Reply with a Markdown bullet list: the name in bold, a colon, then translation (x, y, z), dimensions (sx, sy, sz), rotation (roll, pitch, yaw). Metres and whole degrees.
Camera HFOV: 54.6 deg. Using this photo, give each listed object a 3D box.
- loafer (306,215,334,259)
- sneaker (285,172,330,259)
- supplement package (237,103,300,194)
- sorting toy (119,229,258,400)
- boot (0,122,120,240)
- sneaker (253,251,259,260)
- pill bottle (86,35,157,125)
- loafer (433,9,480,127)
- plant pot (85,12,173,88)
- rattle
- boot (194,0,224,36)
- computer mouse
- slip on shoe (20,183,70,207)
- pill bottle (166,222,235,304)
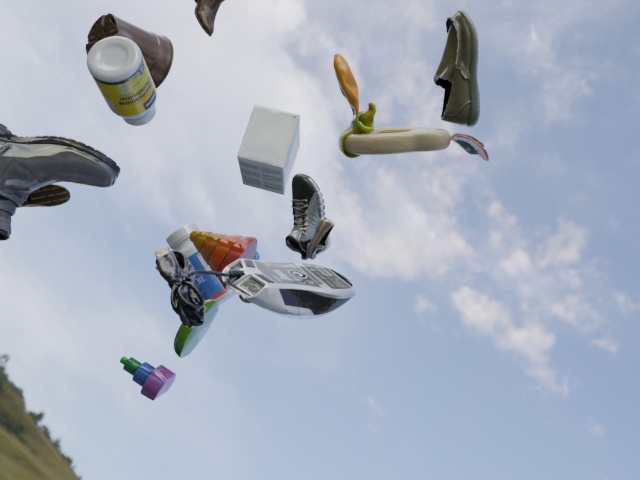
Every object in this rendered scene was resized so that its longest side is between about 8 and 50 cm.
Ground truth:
- **loafer**: translation (0.000, 0.000, 1.592), dimensions (0.039, 0.045, 0.125), rotation (29, -63, 19)
- **sneaker**: translation (-0.049, -0.053, 1.625), dimensions (0.086, 0.132, 0.228), rotation (-2, -68, 40)
- **supplement package**: translation (-0.159, -0.284, 1.959), dimensions (0.150, 0.194, 0.203), rotation (15, -19, 3)
- **sorting toy**: translation (-0.267, 0.122, 1.199), dimensions (0.126, 0.365, 0.127), rotation (31, -7, 7)
- **boot**: translation (-0.573, -0.095, 1.185), dimensions (0.339, 0.222, 0.118), rotation (12, -28, -19)
- **sneaker**: translation (-0.289, 0.079, 2.016), dimensions (0.078, 0.188, 0.067), rotation (57, -1, 4)
- **pill bottle**: translation (-0.385, -0.308, 1.232), dimensions (0.103, 0.103, 0.184), rotation (40, -16, 14)
- **loafer**: translation (0.288, -0.367, 1.327), dimensions (0.088, 0.094, 0.250), rotation (-4, -92, 0)
- **plant pot**: translation (-0.495, -0.487, 1.589), dimensions (0.167, 0.165, 0.166), rotation (-11, -109, 33)
- **rattle**: translation (0.124, -0.176, 0.829), dimensions (0.200, 0.130, 0.142), rotation (1, -91, 28)
- **boot**: translation (-0.158, -0.411, 1.046), dimensions (0.114, 0.037, 0.106), rotation (-23, -113, 18)
- **computer mouse**: translation (-0.052, 0.047, 0.556), dimensions (0.106, 0.193, 0.042), rotation (36, -66, 53)
- **slip on shoe**: translation (-0.591, -0.092, 1.289), dimensions (0.041, 0.136, 0.051), rotation (-135, -145, -69)
- **pill bottle**: translation (-0.316, 0.068, 1.657), dimensions (0.221, 0.124, 0.124), rotation (56, -42, 4)
